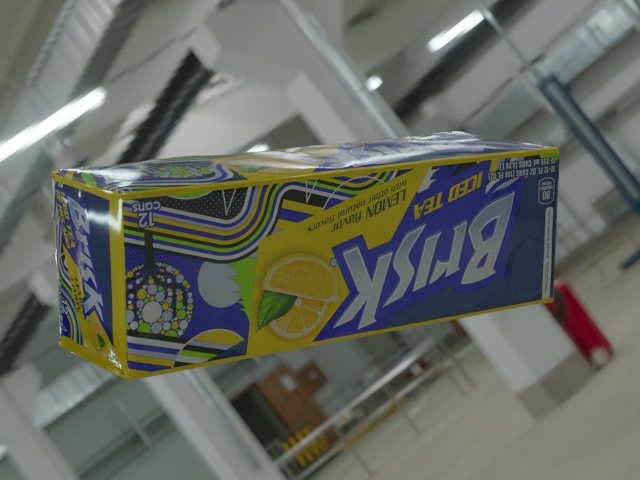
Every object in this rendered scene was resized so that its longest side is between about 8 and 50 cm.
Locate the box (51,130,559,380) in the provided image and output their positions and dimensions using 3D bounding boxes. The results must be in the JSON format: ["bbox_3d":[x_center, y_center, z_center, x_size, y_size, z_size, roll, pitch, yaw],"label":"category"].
[{"bbox_3d":[0.000,0.000,0.454,0.169,0.059,0.054,-8,15,-33],"label":"box"}]
